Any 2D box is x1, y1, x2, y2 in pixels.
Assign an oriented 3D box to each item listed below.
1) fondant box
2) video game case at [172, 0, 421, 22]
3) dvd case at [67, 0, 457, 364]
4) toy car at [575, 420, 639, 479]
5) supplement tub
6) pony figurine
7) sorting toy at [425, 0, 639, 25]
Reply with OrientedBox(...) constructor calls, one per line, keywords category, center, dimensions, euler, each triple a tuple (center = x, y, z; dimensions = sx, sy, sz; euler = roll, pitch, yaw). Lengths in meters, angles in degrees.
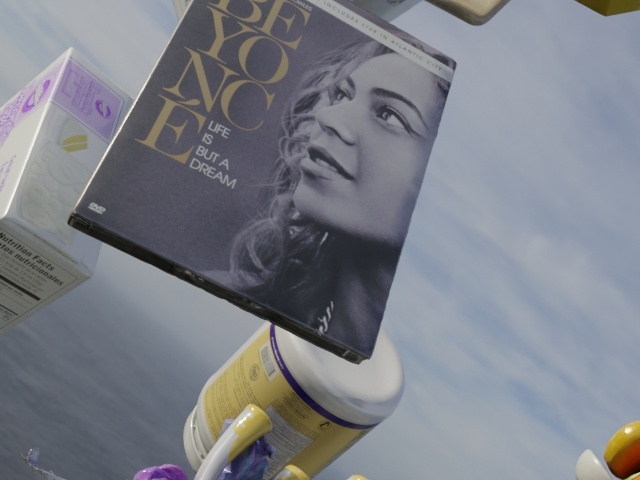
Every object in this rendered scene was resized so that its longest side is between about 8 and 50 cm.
OrientedBox(category="fondant box", center=(-0.334, -0.008, 0.843), dimensions=(0.096, 0.330, 0.238), euler=(41, 34, -33))
OrientedBox(category="video game case", center=(-0.021, -0.269, 0.653), dimensions=(0.061, 0.244, 0.270), euler=(4, 63, -53))
OrientedBox(category="dvd case", center=(-0.016, -0.061, 0.484), dimensions=(0.164, 0.221, 0.018), euler=(27, -34, -11))
OrientedBox(category="toy car", center=(0.411, 0.297, 1.041), dimensions=(0.182, 0.159, 0.136), euler=(52, 5, -41))
OrientedBox(category="supplement tub", center=(-0.051, 0.262, 1.406), dimensions=(0.241, 0.331, 0.241), euler=(30, 33, -22))
OrientedBox(category="pony figurine", center=(-0.155, 0.365, 1.021), dimensions=(0.351, 0.363, 0.303), euler=(27, -41, 31))
OrientedBox(category="sorting toy", center=(0.155, -0.266, 0.767), dimensions=(0.307, 0.229, 0.041), euler=(36, -26, 25))
